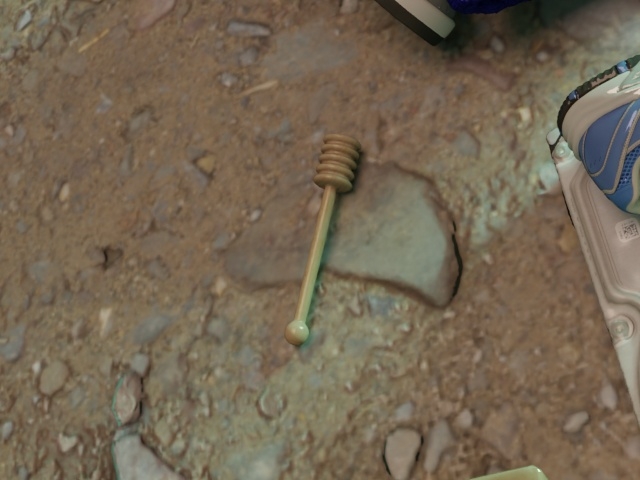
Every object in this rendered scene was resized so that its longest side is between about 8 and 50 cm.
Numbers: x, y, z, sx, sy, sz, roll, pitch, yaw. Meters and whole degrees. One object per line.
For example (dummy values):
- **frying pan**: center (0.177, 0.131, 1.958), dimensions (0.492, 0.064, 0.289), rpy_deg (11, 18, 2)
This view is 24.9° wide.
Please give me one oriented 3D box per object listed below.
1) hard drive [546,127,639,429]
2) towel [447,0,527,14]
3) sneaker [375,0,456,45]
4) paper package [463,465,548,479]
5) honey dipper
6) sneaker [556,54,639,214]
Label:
- **hard drive**: center (0.291, 0.035, 0.870), dimensions (0.236, 0.064, 0.339), rpy_deg (-22, 58, 18)
- **towel**: center (0.145, -0.330, 1.026), dimensions (0.227, 0.076, 0.308), rpy_deg (-19, 78, -4)
- **sneaker**: center (0.073, -0.296, 1.117), dimensions (0.178, 0.123, 0.296), rpy_deg (-42, 53, 18)
- **paper package**: center (0.039, 0.327, 0.810), dimensions (0.309, 0.168, 0.325), rpy_deg (-17, 60, 20)
- **honey dipper**: center (0.000, 0.000, 1.070), dimensions (0.030, 0.030, 0.161), rpy_deg (3, 72, 30)
- **sneaker**: center (0.250, -0.090, 0.873), dimensions (0.211, 0.080, 0.081), rpy_deg (-32, 61, 24)
